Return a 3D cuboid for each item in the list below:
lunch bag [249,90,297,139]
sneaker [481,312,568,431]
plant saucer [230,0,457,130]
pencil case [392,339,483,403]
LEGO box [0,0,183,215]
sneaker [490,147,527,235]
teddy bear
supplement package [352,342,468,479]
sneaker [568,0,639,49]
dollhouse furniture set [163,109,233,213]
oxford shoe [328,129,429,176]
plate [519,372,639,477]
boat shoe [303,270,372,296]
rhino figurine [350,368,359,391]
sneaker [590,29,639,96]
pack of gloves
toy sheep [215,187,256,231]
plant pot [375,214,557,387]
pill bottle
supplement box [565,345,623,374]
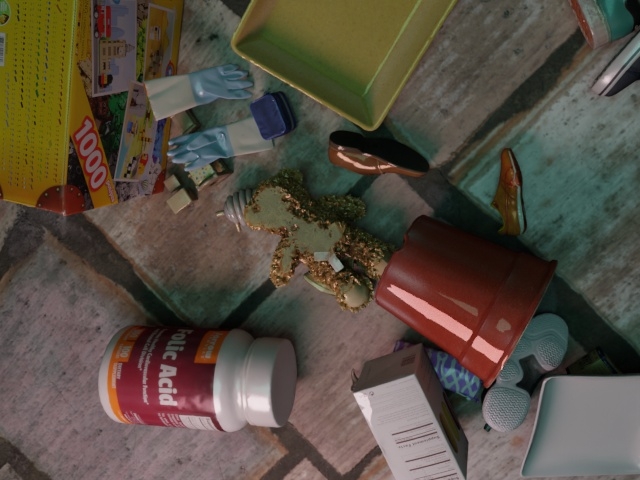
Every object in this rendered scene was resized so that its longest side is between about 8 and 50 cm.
[{"bbox_3d":[-0.099,-0.267,1.278,0.067,0.065,0.099,-16,101,29],"label":"lunch bag"},{"bbox_3d":[0.405,0.274,1.242,0.101,0.153,0.269,32,72,16],"label":"sneaker"},{"bbox_3d":[0.048,-0.433,1.156,0.332,0.081,0.333,28,108,-15],"label":"plant saucer"},{"bbox_3d":[0.245,0.275,1.286,0.206,0.086,0.088,14,75,15],"label":"pencil case"},{"bbox_3d":[-0.453,-0.333,1.194,0.193,0.372,0.501,13,104,11],"label":"LEGO box"},{"bbox_3d":[0.366,-0.094,1.197,0.067,0.064,0.175,-3,98,25],"label":"sneaker"},{"bbox_3d":[0.000,0.000,1.271,0.337,0.113,0.245,21,95,0],"label":"teddy bear"},{"bbox_3d":[0.186,0.356,1.209,0.133,0.139,0.244,-23,100,21],"label":"supplement package"},{"bbox_3d":[0.483,-0.502,1.065,0.121,0.108,0.302,-23,103,17],"label":"sneaker"},{"bbox_3d":[-0.319,-0.174,1.332,0.161,0.101,0.182,-35,91,18],"label":"dollhouse furniture set"},{"bbox_3d":[0.118,-0.165,1.252,0.212,0.076,0.076,17,135,8],"label":"oxford shoe"},{"bbox_3d":[0.544,0.356,1.194,0.277,0.045,0.278,-1,121,-2],"label":"plate"},{"bbox_3d":[0.037,0.097,1.324,0.153,0.056,0.048,25,97,7],"label":"boat shoe"},{"bbox_3d":[0.157,0.369,1.337,0.243,0.073,0.106,46,112,3],"label":"rhino figurine"},{"bbox_3d":[0.624,-0.357,1.043,0.127,0.126,0.321,43,108,6],"label":"sneaker"},{"bbox_3d":[-0.234,-0.259,1.279,0.232,0.046,0.195,-19,100,-24],"label":"pack of gloves"},{"bbox_3d":[-0.164,-0.070,1.324,0.132,0.091,0.091,-16,97,-2],"label":"toy sheep"},{"bbox_3d":[0.265,0.096,1.168,0.265,0.272,0.273,29,107,15],"label":"plant pot"},{"bbox_3d":[-0.265,0.306,1.352,0.391,0.224,0.224,0,101,14],"label":"pill bottle"},{"bbox_3d":[0.558,0.277,1.224,0.083,0.056,0.083,-41,90,18],"label":"supplement box"}]
